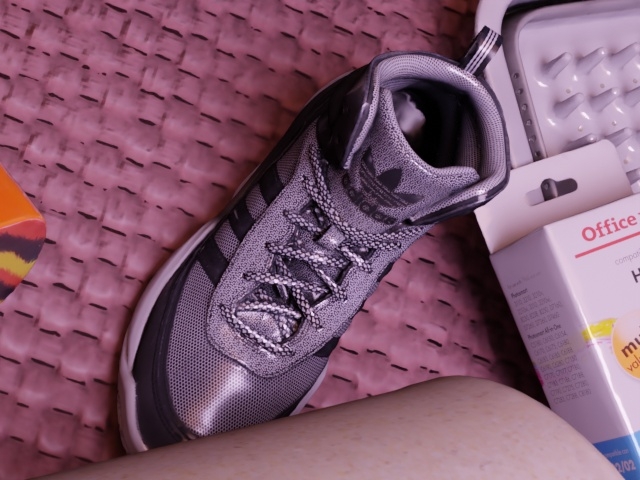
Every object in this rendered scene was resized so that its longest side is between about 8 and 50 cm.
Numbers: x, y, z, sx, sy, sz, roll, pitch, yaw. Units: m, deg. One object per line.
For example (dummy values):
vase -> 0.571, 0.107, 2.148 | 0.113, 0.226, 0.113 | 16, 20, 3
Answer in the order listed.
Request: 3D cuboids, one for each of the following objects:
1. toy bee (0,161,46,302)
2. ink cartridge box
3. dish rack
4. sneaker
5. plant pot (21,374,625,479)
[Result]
toy bee -> -0.271, 0.039, 0.602 | 0.298, 0.162, 0.195 | 7, 42, -33
ink cartridge box -> 0.159, 0.034, 0.730 | 0.104, 0.061, 0.181 | -19, 83, -25
dish rack -> 0.231, -0.009, 0.842 | 0.285, 0.072, 0.333 | -11, 81, -23
sneaker -> 0.000, 0.000, 0.700 | 0.101, 0.153, 0.268 | 38, 66, -9
plant pot -> -0.029, 0.200, 0.547 | 0.305, 0.334, 0.334 | -19, 84, -29
